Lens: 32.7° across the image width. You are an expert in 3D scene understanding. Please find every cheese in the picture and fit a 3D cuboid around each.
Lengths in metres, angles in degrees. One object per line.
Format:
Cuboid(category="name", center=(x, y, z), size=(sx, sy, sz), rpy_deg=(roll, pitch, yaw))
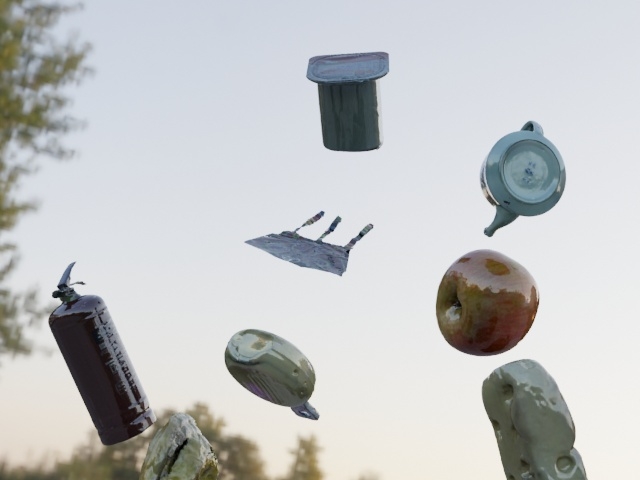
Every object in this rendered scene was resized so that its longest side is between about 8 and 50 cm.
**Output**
Cuboid(category="cheese", center=(0.342, 0.322, 1.760), size=(0.093, 0.263, 0.159), rpy_deg=(-13, -3, -22))
Cuboid(category="cheese", center=(-0.057, 0.211, 1.620), size=(0.137, 0.064, 0.227), rpy_deg=(10, -31, 32))

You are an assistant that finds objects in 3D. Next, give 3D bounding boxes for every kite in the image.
Cuboid(category="kite", center=(0.000, 0.000, 1.656), size=(0.152, 0.015, 0.285), rpy_deg=(20, 20, 14))

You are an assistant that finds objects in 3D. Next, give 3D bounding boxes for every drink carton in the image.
Cuboid(category="drink carton", center=(0.062, -0.308, 2.450), size=(0.185, 0.190, 0.191), rpy_deg=(0, 27, 1))

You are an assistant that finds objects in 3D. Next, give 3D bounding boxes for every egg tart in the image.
Cuboid(category="egg tart", center=(-0.235, 0.424, 1.813), size=(0.095, 0.279, 0.279), rpy_deg=(9, -17, 11))

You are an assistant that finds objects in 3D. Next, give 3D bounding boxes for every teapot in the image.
Cuboid(category="teapot", center=(0.363, -0.119, 2.028), size=(0.159, 0.232, 0.159), rpy_deg=(20, -11, 4))

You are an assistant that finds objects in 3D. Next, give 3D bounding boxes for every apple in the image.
Cuboid(category="apple", center=(0.318, 0.119, 2.087), size=(0.164, 0.210, 0.209), rpy_deg=(1, -11, -28))

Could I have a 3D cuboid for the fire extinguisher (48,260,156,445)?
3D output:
Cuboid(category="fire extinguisher", center=(-0.425, 0.210, 2.067), size=(0.114, 0.337, 0.135), rpy_deg=(-20, 8, 15))
